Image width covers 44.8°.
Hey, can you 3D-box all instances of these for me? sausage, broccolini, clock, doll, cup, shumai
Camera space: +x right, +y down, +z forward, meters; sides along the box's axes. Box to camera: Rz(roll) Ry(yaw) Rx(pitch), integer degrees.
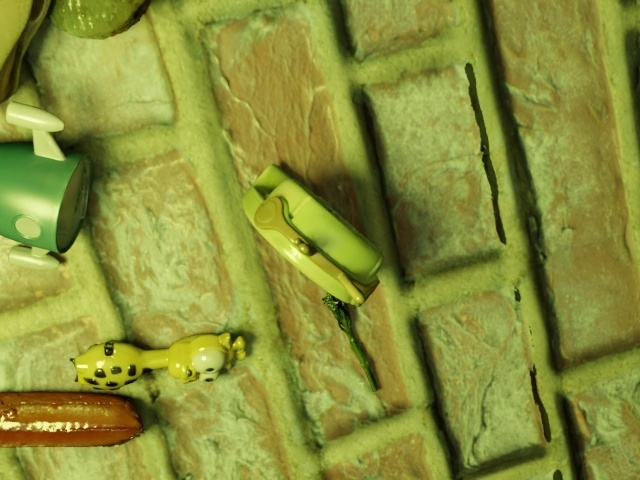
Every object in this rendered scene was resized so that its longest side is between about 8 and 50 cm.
[{"bbox_3d":[-0.462,0.300,1.298,0.331,0.102,0.102,3,104,-10],"label":"sausage"},{"bbox_3d":[0.057,0.185,1.401,0.042,0.044,0.218,-28,113,-18],"label":"broccolini"},{"bbox_3d":[0.000,0.000,1.196,0.235,0.308,0.096,40,95,-18],"label":"clock"},{"bbox_3d":[-0.270,0.205,1.317,0.291,0.086,0.117,-4,145,-11],"label":"doll"},{"bbox_3d":[-0.454,-0.075,1.173,0.173,0.167,0.299,14,127,-5],"label":"cup"},{"bbox_3d":[-0.288,-0.419,1.144,0.272,0.204,0.222,-5,106,27],"label":"shumai"}]

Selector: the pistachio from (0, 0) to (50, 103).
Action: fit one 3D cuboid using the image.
[{"bbox_3d":[-0.550,-0.349,1.035,0.366,0.281,0.445,3,123,-2],"label":"pistachio"}]
